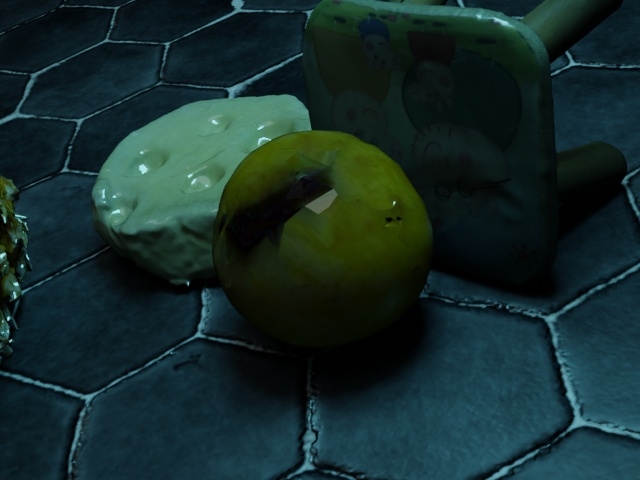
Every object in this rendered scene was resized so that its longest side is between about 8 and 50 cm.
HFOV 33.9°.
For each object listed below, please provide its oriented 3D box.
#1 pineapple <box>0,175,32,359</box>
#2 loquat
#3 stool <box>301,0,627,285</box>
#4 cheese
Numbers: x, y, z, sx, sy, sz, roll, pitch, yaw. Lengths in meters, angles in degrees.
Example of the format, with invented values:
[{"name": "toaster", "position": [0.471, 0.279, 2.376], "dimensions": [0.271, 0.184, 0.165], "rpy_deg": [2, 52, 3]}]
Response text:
[{"name": "pineapple", "position": [-0.497, 0.025, 1.200], "dimensions": [0.353, 0.352, 0.300], "rpy_deg": [-13, 26, 6]}, {"name": "loquat", "position": [0.000, 0.000, 1.098], "dimensions": [0.235, 0.235, 0.235], "rpy_deg": [-11, 36, 8]}, {"name": "stool", "position": [0.168, -0.146, 1.175], "dimensions": [0.310, 0.310, 0.226], "rpy_deg": [18, 39, 38]}, {"name": "cheese", "position": [-0.127, -0.068, 1.331], "dimensions": [0.318, 0.115, 0.326], "rpy_deg": [-29, 35, -17]}]
